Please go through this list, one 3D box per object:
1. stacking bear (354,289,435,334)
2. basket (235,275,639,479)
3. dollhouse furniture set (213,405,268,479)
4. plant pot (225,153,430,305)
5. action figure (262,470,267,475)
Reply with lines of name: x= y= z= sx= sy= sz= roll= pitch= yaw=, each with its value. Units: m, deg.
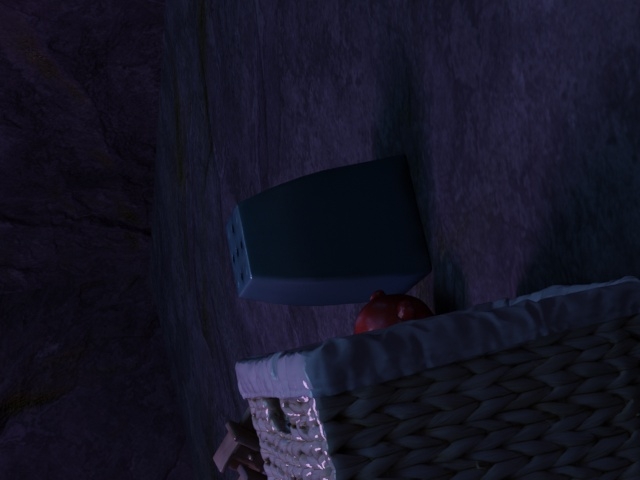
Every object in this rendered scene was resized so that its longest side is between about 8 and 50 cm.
stacking bear: x=0.102 y=0.210 z=1.546 sx=0.175 sy=0.164 sz=0.289 roll=-160 pitch=68 yaw=-72
basket: x=0.119 y=0.199 z=1.141 sx=0.328 sy=0.331 sz=0.267 roll=154 pitch=105 yaw=-74
dollhouse furniture set: x=0.054 y=0.353 z=1.643 sx=0.174 sy=0.303 sz=0.355 roll=-59 pitch=24 yaw=5
plant pot: x=0.000 y=0.000 z=1.635 sx=0.166 sy=0.234 sz=0.166 roll=130 pitch=130 yaw=-68
action figure: x=0.010 y=0.448 z=1.966 sx=0.330 sy=0.178 sz=0.341 roll=3 pitch=63 yaw=54
